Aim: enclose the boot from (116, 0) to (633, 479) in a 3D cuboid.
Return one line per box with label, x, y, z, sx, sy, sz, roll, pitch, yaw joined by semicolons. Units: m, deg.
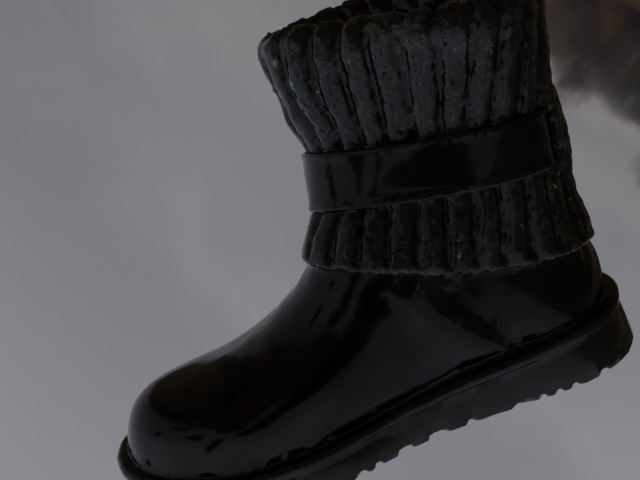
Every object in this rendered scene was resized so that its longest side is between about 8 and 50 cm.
boot;0.001;-0.002;1.015;0.131;0.348;0.260;-108;-5;-68
